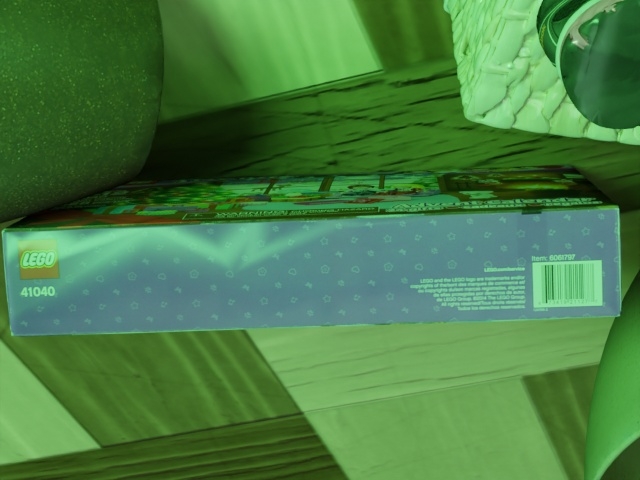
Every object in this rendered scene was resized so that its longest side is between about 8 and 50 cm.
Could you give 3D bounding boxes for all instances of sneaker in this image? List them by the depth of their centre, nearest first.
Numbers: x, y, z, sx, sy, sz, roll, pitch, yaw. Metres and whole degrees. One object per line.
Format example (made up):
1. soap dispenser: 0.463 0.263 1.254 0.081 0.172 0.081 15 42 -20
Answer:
1. sneaker: 0.165 -0.103 0.579 0.178 0.077 0.072 -12 120 -10

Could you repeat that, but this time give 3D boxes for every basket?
1. basket: 0.129 -0.132 0.676 0.113 0.103 0.167 6 143 -8

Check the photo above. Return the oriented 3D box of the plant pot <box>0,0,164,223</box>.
1. plant pot: -0.199 -0.084 0.690 0.230 0.215 0.215 1 145 -26

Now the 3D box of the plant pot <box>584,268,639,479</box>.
1. plant pot: 0.288 0.063 0.859 0.284 0.191 0.284 1 144 1

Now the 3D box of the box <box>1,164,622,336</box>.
1. box: 0.000 0.000 0.792 0.293 0.201 0.057 -2 98 3
